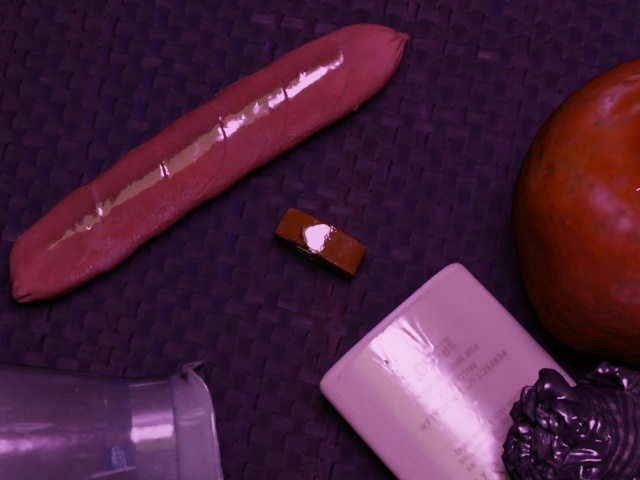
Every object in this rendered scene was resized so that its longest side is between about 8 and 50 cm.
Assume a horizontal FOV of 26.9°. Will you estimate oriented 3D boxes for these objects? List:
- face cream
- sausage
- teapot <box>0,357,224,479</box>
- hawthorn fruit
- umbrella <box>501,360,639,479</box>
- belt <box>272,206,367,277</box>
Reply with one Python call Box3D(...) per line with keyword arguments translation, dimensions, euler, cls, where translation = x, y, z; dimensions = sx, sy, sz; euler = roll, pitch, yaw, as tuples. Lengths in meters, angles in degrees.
Box3D(translation=(0.173, 0.196, 1.142), dimensions=(0.173, 0.081, 0.348), euler=(-39, 79, -14), cls="face cream")
Box3D(translation=(-0.102, -0.078, 1.209), dimensions=(0.433, 0.088, 0.088), euler=(-33, 79, -4), cls="sausage")
Box3D(translation=(-0.198, 0.191, 1.130), dimensions=(0.225, 0.171, 0.203), euler=(-6, 111, -7), cls="teapot")
Box3D(translation=(0.285, -0.025, 1.072), dimensions=(0.268, 0.301, 0.267), euler=(-1, 72, 5), cls="hawthorn fruit")
Box3D(translation=(0.314, 0.170, 1.061), dimensions=(0.337, 0.154, 0.128), euler=(9, 100, -12), cls="umbrella")
Box3D(translation=(0.000, 0.000, 1.201), dimensions=(0.083, 0.059, 0.036), euler=(28, 82, 8), cls="belt")
